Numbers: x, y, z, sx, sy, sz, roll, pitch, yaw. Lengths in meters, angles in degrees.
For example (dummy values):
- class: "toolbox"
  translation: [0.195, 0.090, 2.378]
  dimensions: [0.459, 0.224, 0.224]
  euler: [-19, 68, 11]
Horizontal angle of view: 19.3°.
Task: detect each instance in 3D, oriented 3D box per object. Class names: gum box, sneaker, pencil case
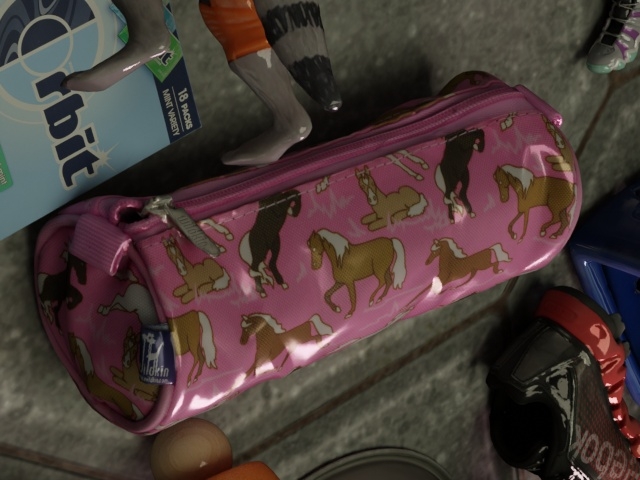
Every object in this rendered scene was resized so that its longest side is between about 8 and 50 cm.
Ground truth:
- class: "gum box"
  translation: [-0.173, -0.100, 1.176]
  dimensions: [0.184, 0.041, 0.157]
  euler: [-32, 128, -27]
- class: "sneaker"
  translation: [0.213, 0.172, 1.607]
  dimensions: [0.135, 0.098, 0.276]
  euler: [-39, 129, -20]
- class: "pencil case"
  translation: [0.000, 0.000, 1.298]
  dimensions: [0.386, 0.167, 0.160]
  euler: [-20, 90, -33]
- class: "sneaker"
  translation: [0.239, -0.183, 1.497]
  dimensions: [0.098, 0.038, 0.069]
  euler: [-46, 132, -27]

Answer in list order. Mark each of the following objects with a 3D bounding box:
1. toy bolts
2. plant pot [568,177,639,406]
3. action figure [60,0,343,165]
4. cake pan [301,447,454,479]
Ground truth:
- class: "toy bolts"
  translation: [-0.146, 0.242, 1.342]
  dimensions: [0.228, 0.158, 0.218]
  euler: [-16, 162, -46]
- class: "plant pot"
  translation: [0.387, 0.036, 1.603]
  dimensions: [0.212, 0.236, 0.236]
  euler: [-49, 135, -21]
- class: "action figure"
  translation: [-0.031, -0.217, 1.125]
  dimensions: [0.341, 0.179, 0.330]
  euler: [15, 73, -49]
- class: "cake pan"
  translation: [0.028, 0.314, 1.549]
  dimensions: [0.293, 0.054, 0.293]
  euler: [-19, 123, -33]
